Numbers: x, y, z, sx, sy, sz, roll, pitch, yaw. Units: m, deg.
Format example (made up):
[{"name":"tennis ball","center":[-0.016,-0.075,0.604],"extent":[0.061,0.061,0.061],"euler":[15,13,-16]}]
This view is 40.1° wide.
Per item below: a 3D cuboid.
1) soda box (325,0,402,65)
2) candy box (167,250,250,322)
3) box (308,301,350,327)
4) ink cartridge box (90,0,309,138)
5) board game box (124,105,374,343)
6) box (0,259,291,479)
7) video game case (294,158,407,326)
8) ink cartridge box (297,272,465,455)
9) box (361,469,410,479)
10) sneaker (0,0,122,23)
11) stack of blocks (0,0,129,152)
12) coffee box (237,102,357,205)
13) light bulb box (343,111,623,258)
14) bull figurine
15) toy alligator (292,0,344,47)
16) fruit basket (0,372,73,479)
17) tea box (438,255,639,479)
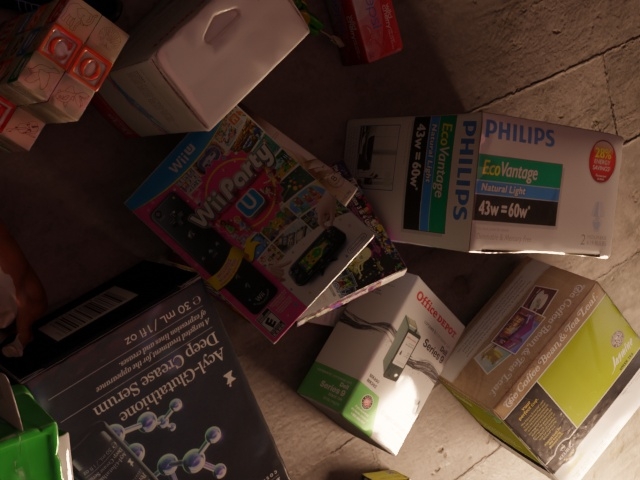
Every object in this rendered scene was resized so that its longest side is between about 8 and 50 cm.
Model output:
[{"name":"soda box","center":[0.060,-0.451,1.560],"extent":[0.092,0.083,0.263],"euler":[-27,109,-29]},{"name":"candy box","center":[-0.154,0.073,1.455],"extent":[0.186,0.109,0.053],"euler":[41,74,-31]},{"name":"box","center":[0.024,0.120,1.632],"extent":[0.136,0.028,0.081],"euler":[15,87,-37]},{"name":"ink cartridge box","center":[-0.194,-0.268,1.271],"extent":[0.226,0.306,0.131],"euler":[-49,118,-20]},{"name":"board game box","center":[-0.103,-0.030,1.311],"extent":[0.303,0.097,0.224],"euler":[43,92,2]},{"name":"box","center":[-0.271,0.277,1.337],"extent":[0.293,0.212,0.396],"euler":[-32,113,-28]},{"name":"video game case","center":[0.000,0.000,1.487],"extent":[0.210,0.042,0.232],"euler":[-26,72,-13]},{"name":"ink cartridge box","center":[0.119,0.218,1.630],"extent":[0.211,0.121,0.289],"euler":[44,70,-42]},{"name":"box","center":[0.119,0.577,1.728],"extent":[0.087,0.058,0.232],"euler":[2,93,-34]},{"name":"sneaker","center":[-0.397,-0.361,1.253],"extent":[0.232,0.090,0.081],"euler":[8,91,-35]},{"name":"stack of blocks","center":[-0.383,-0.211,1.154],"extent":[0.087,0.297,0.171],"euler":[35,75,-32]},{"name":"coffee box","center":[-0.084,-0.091,1.424],"extent":[0.246,0.098,0.141],"euler":[36,71,2]},{"name":"light bulb box","center":[0.280,-0.097,1.580],"extent":[0.357,0.361,0.225],"euler":[3,94,-34]},{"name":"bull figurine","center":[-0.481,0.020,1.198],"extent":[0.188,0.101,0.310],"euler":[-86,152,-54]},{"name":"toy alligator","center":[-0.038,-0.384,1.523],"extent":[0.051,0.056,0.189],"euler":[-37,125,22]},{"name":"fruit basket","center":[-0.459,0.298,1.133],"extent":[0.165,0.353,0.327],"euler":[-11,101,-42]},{"name":"tea box","center":[0.469,0.270,1.805],"extent":[0.329,0.220,0.323],"euler":[-47,120,-9]}]
